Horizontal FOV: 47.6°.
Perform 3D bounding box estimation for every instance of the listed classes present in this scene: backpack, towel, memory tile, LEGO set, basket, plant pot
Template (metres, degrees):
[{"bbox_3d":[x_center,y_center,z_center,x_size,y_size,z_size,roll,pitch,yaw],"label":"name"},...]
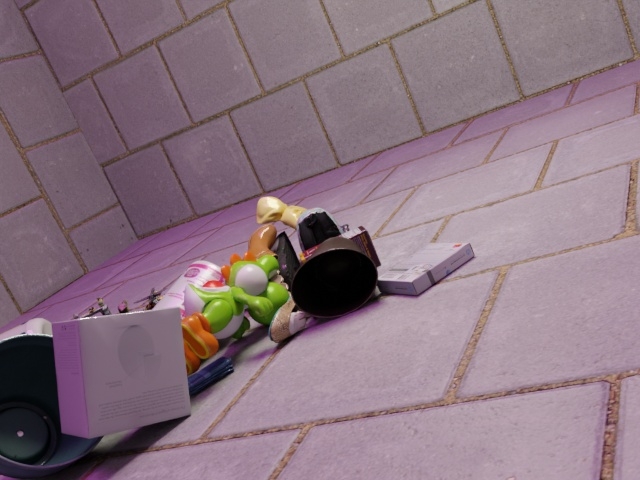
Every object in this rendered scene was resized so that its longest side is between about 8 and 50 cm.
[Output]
[{"bbox_3d":[0.000,0.000,2.020,0.152,0.182,0.115,-27,13,-7],"label":"backpack"},{"bbox_3d":[-0.252,0.301,1.607,0.119,0.029,0.067,-31,14,-25],"label":"towel"},{"bbox_3d":[-0.141,0.140,1.939,0.113,0.012,0.148,-33,40,0],"label":"memory tile"},{"bbox_3d":[-0.582,0.225,2.155,0.331,0.192,0.255,-25,13,-2],"label":"LEGO set"},{"bbox_3d":[0.040,0.074,1.737,0.204,0.154,0.227,-23,9,9],"label":"basket"},{"bbox_3d":[-0.607,0.370,1.509,0.196,0.293,0.293,-49,-5,38],"label":"plant pot"}]

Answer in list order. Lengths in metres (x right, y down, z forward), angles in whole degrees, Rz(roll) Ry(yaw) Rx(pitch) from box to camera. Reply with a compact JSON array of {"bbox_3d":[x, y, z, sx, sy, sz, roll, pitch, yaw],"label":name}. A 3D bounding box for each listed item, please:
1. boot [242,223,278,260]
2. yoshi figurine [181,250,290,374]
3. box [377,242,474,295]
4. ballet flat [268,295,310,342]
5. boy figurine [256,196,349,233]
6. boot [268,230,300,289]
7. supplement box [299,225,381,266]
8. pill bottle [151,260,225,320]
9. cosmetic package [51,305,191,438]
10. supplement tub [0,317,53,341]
[{"bbox_3d":[-0.155,0.036,2.006,0.197,0.073,0.152,-56,25,-18],"label":"boot"},{"bbox_3d":[-0.187,0.177,1.712,0.204,0.203,0.362,14,38,27],"label":"yoshi figurine"},{"bbox_3d":[0.236,0.062,1.658,0.186,0.038,0.145,-32,15,-27],"label":"box"},{"bbox_3d":[-0.059,0.174,1.691,0.067,0.073,0.206,1,24,16],"label":"ballet flat"},{"bbox_3d":[-0.056,-0.051,2.162,0.285,0.092,0.177,18,13,-7],"label":"boy figurine"},{"bbox_3d":[-0.184,0.088,2.144,0.223,0.118,0.338,-24,14,8],"label":"boot"},{"bbox_3d":[0.050,0.049,1.905,0.188,0.104,0.081,-24,12,-2],"label":"supplement box"},{"bbox_3d":[-0.334,0.198,1.790,0.160,0.160,0.283,-12,33,45],"label":"pill bottle"},{"bbox_3d":[-0.398,0.259,1.457,0.224,0.224,0.138,-3,-7,-42],"label":"cosmetic package"},{"bbox_3d":[-0.848,0.374,1.944,0.325,0.235,0.235,-25,13,-4],"label":"supplement tub"}]
